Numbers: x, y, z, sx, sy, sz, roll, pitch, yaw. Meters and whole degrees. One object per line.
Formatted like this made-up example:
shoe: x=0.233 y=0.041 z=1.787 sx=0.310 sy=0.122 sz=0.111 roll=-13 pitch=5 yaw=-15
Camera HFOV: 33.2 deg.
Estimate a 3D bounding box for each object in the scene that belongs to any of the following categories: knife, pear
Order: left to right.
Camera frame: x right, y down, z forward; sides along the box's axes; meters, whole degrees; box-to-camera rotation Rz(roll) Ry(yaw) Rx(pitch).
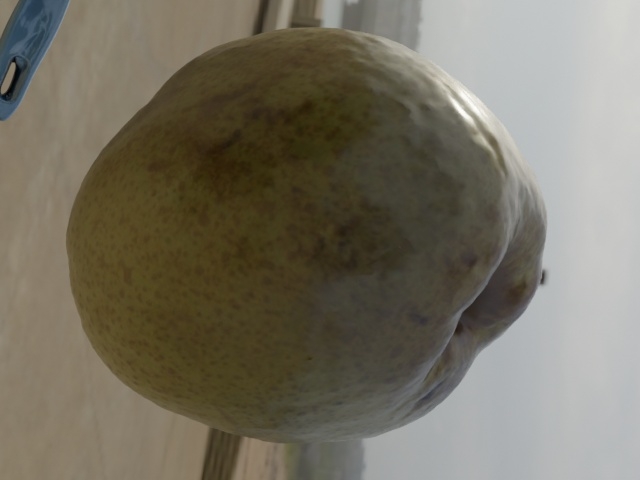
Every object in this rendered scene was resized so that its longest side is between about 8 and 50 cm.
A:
knife: x=-0.169 y=-0.230 z=0.743 sx=0.019 sy=0.045 sz=0.312 roll=26 pitch=-88 yaw=53
pear: x=0.000 y=0.000 z=0.538 sx=0.228 sy=0.211 sz=0.188 roll=-51 pitch=139 yaw=-27
